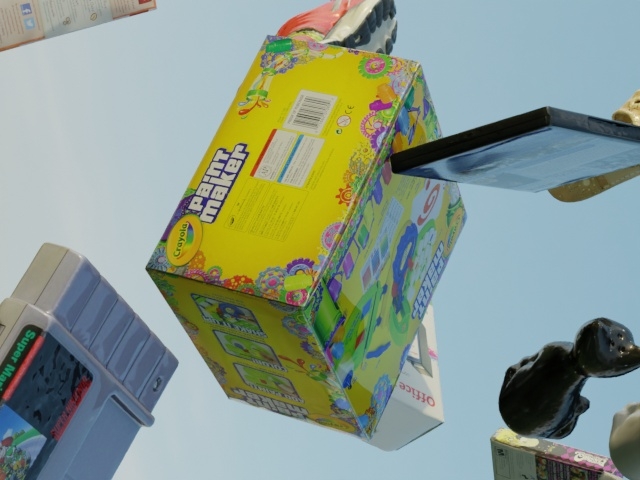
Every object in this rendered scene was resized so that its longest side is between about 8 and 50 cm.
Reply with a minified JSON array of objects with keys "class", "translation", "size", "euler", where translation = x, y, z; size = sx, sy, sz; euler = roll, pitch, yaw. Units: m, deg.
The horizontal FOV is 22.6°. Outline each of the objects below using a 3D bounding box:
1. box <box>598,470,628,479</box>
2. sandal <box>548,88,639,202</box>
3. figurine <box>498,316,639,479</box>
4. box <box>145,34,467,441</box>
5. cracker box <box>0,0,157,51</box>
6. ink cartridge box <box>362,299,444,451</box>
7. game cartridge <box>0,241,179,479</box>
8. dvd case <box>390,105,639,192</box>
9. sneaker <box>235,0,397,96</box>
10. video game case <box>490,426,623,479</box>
[{"class":"box","translation":[0.393,0.390,1.843],"size":[0.232,0.183,0.059],"euler":[20,-28,26]},{"class":"sandal","translation":[0.332,-0.105,1.665],"size":[0.088,0.240,0.079],"euler":[56,25,-1]},{"class":"figurine","translation":[0.318,0.158,1.628],"size":[0.209,0.214,0.092],"euler":[128,-17,-60]},{"class":"box","translation":[0.000,0.000,1.628],"size":[0.290,0.177,0.279],"euler":[-64,153,-26]},{"class":"cracker box","translation":[-0.332,-0.275,1.891],"size":[0.155,0.232,0.067],"euler":[9,-64,54]},{"class":"ink cartridge box","translation":[0.053,0.116,1.848],"size":[0.093,0.154,0.212],"euler":[-34,-138,36]},{"class":"game cartridge","translation":[-0.251,0.200,1.298],"size":[0.355,0.068,0.230],"euler":[-61,157,-17]},{"class":"dvd case","translation":[0.213,-0.085,1.551],"size":[0.180,0.253,0.022],"euler":[-16,-103,38]},{"class":"sneaker","translation":[-0.020,-0.206,1.878],"size":[0.118,0.279,0.107],"euler":[13,-53,33]},{"class":"video game case","translation":[0.365,0.412,2.455],"size":[0.210,0.042,0.232],"euler":[12,-55,34]}]
